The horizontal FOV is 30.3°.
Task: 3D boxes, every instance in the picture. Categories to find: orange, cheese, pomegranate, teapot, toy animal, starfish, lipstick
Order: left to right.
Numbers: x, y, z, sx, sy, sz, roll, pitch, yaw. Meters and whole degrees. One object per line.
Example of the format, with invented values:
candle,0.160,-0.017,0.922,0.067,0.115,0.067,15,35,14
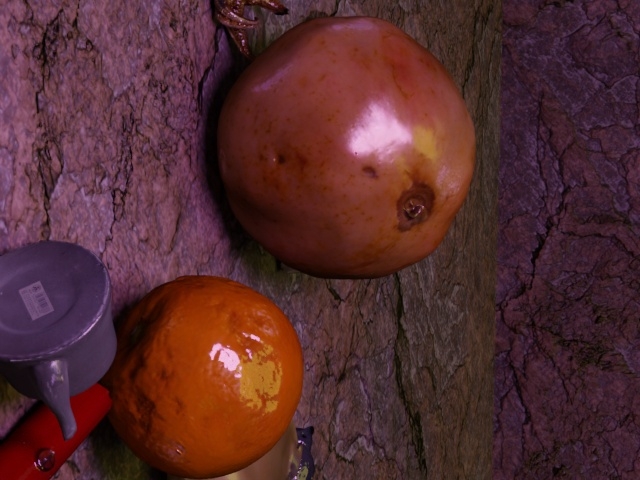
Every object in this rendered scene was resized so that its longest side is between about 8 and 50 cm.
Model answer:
lipstick,-0.331,0.250,1.309,0.279,0.073,0.073,-52,138,-53
teapot,-0.294,0.101,1.308,0.149,0.162,0.239,78,-4,-47
orange,-0.148,0.172,1.493,0.261,0.261,0.261,2,90,-67
cheese,-0.128,0.332,1.726,0.316,0.128,0.259,52,37,-64
starfish,-0.108,-0.364,1.779,0.146,0.074,0.189,-30,119,-62
toy animal,-0.045,0.410,1.959,0.117,0.121,0.210,95,8,-47
pomegranate,0.030,-0.144,1.770,0.411,0.412,0.411,2,90,-67

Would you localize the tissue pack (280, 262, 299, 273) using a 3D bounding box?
tissue pack,0.000,0.000,2.032,0.170,0.091,0.103,-11,102,-68
